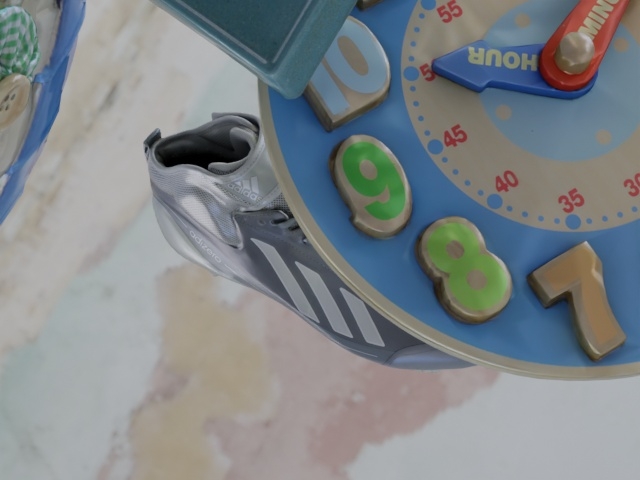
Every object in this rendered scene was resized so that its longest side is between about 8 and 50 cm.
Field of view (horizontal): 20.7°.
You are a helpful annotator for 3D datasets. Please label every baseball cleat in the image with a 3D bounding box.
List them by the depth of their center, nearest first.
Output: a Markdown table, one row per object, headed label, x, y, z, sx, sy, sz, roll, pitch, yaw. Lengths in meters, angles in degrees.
| label | x | y | z | sx | sy | sz | roll | pitch | yaw |
| --- | --- | --- | --- | --- | --- | --- | --- | --- | --- |
| baseball cleat | 0.000 | 0.000 | 0.862 | 0.205 | 0.109 | 0.072 | 18 | -118 | 18 |

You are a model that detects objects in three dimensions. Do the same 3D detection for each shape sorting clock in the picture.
| label | x | y | z | sx | sy | sz | roll | pitch | yaw |
| --- | --- | --- | --- | --- | --- | --- | --- | --- | --- |
| shape sorting clock | 0.081 | -0.055 | 0.586 | 0.040 | 0.206 | 0.206 | 99 | 10 | -70 |

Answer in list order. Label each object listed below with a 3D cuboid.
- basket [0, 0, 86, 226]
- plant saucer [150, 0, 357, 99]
| label | x | y | z | sx | sy | sz | roll | pitch | yaw |
| --- | --- | --- | --- | --- | --- | --- | --- | --- | --- |
| basket | -0.192 | -0.082 | 0.654 | 0.289 | 0.201 | 0.255 | -77 | -169 | -59 |
| plant saucer | 0.011 | -0.137 | 0.522 | 0.192 | 0.067 | 0.018 | -58 | 168 | 21 |
